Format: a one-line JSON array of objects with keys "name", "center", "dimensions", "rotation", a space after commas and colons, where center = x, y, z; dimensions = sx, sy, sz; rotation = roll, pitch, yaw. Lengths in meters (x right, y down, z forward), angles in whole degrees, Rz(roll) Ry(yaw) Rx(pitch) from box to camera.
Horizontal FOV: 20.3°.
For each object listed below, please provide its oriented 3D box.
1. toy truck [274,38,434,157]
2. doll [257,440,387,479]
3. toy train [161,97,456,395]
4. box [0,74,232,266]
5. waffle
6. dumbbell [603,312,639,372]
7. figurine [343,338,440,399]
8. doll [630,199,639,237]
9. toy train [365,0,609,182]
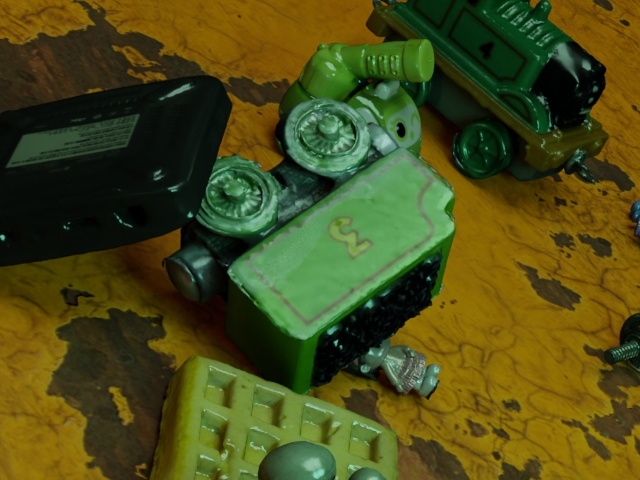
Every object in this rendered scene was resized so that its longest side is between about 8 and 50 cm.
[{"name": "toy truck", "center": [0.044, -0.177, 2.292], "dimensions": [0.187, 0.210, 0.148], "rotation": [19, 27, 21]}, {"name": "doll", "center": [0.011, 0.321, 1.552], "dimensions": [0.258, 0.228, 0.154], "rotation": [41, -7, 28]}, {"name": "toy train", "center": [0.000, 0.000, 1.933], "dimensions": [0.307, 0.173, 0.249], "rotation": [-35, 66, -25]}, {"name": "box", "center": [-0.250, -0.080, 1.893], "dimensions": [0.290, 0.073, 0.289], "rotation": [-9, 30, 13]}, {"name": "waffle", "center": [-0.041, 0.226, 1.760], "dimensions": [0.248, 0.055, 0.221], "rotation": [22, 32, -10]}, {"name": "dumbbell", "center": [0.447, 0.118, 2.264], "dimensions": [0.254, 0.110, 0.110], "rotation": [-13, 49, -39]}, {"name": "figurine", "center": [0.069, 0.138, 1.985], "dimensions": [0.129, 0.054, 0.072], "rotation": [30, 45, -11]}, {"name": "doll", "center": [0.492, -0.020, 2.533], "dimensions": [0.110, 0.067, 0.206], "rotation": [9, 23, -5]}, {"name": "toy train", "center": [0.245, -0.251, 2.491], "dimensions": [0.429, 0.249, 0.178], "rotation": [43, 34, 23]}]
